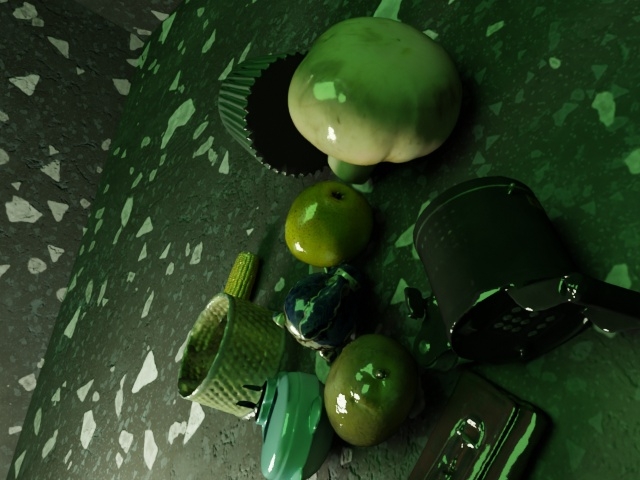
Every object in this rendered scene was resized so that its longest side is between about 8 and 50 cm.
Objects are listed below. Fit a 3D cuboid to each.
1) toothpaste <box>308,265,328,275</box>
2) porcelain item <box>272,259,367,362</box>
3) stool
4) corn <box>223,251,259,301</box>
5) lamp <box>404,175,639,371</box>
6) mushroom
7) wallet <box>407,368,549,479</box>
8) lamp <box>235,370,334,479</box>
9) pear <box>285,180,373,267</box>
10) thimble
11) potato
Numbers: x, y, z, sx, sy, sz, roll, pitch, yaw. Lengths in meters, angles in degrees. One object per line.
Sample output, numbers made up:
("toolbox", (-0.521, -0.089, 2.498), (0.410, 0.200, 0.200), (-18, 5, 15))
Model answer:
("toothpaste", (0.000, 0.000, 1.454), (0.067, 0.043, 0.194), (-18, 61, 46))
("porcelain item", (0.021, 0.124, 1.190), (0.186, 0.138, 0.288), (-53, -9, -4))
("stool", (-0.104, -0.342, 1.599), (0.297, 0.297, 0.330), (-61, 29, 6))
("corn", (-0.211, 0.111, 1.646), (0.085, 0.063, 0.165), (-8, 61, 62))
("lamp", (0.264, 0.032, 0.916), (0.374, 0.205, 0.272), (-38, 45, 51))
("mushroom", (0.087, -0.289, 1.256), (0.353, 0.325, 0.352), (-21, 61, 43))
("wallet", (0.227, 0.324, 0.931), (0.182, 0.049, 0.229), (26, 90, 59))
("lamp", (-0.057, 0.352, 1.206), (0.284, 0.147, 0.209), (20, 93, 61))
("pear", (0.018, -0.030, 1.314), (0.198, 0.198, 0.198), (-32, 46, 40))
("thimble", (-0.206, 0.263, 1.430), (0.271, 0.150, 0.270), (-47, 29, 36))
("potato", (0.087, 0.248, 1.043), (0.251, 0.159, 0.174), (100, 159, -63))
